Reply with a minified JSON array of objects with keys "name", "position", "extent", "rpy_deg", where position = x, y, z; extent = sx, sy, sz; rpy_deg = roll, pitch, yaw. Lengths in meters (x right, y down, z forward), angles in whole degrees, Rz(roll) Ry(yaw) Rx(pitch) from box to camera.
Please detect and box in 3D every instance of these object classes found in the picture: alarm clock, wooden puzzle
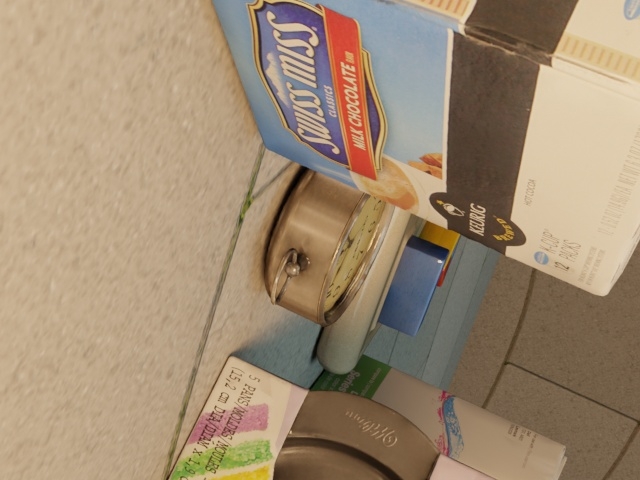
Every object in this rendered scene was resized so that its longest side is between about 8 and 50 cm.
[{"name":"alarm clock","position":[0.000,0.000,0.777],"extent":[0.192,0.064,0.129],"rpy_deg":[-43,154,-64]},{"name":"wooden puzzle","position":[0.128,-0.034,1.187],"extent":[0.348,0.080,0.322],"rpy_deg":[-33,145,-66]}]

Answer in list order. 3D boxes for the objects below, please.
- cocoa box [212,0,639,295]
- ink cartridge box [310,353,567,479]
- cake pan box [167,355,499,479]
[{"name":"cocoa box","position":[0.125,-0.193,0.564],"extent":[0.347,0.228,0.231],"rpy_deg":[-62,166,-15]},{"name":"ink cartridge box","position":[0.106,0.276,1.205],"extent":[0.117,0.278,0.201],"rpy_deg":[-44,155,-59]},{"name":"cake pan box","position":[-0.008,0.244,0.775],"extent":[0.267,0.245,0.070],"rpy_deg":[-63,167,-11]}]
